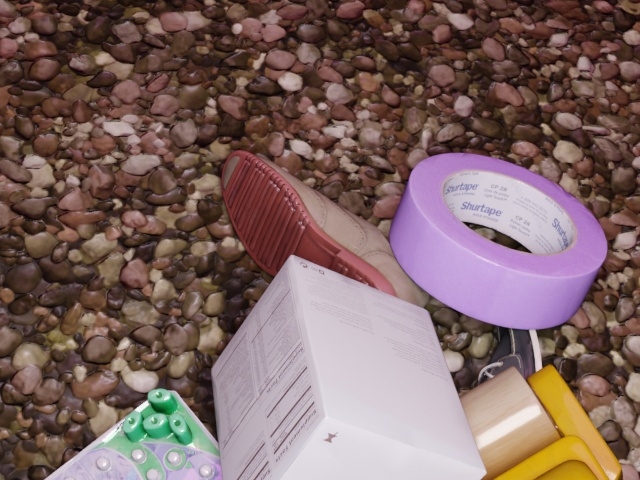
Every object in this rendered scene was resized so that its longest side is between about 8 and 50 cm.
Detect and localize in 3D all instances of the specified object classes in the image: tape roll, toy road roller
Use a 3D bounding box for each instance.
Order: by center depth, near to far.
[{"bbox_3d":[0.230,0.282,1.180,0.202,0.240,0.330,-32,62,2],"label":"toy road roller"},{"bbox_3d":[0.234,-0.005,1.474,0.274,0.090,0.275,13,34,-9],"label":"tape roll"}]

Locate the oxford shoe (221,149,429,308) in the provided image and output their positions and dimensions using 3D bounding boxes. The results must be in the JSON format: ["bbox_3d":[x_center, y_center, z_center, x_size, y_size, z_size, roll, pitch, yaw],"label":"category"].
[{"bbox_3d":[0.000,0.000,1.508,0.130,0.123,0.348,-15,54,-47],"label":"oxford shoe"}]

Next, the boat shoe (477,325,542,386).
[{"bbox_3d":[0.238,0.178,1.410,0.079,0.084,0.233,3,58,-5],"label":"boat shoe"}]

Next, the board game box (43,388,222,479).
[{"bbox_3d":[-0.205,0.405,1.173,0.390,0.050,0.390,-38,66,-14],"label":"board game box"}]

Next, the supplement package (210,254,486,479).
[{"bbox_3d":[0.017,0.195,1.220,0.199,0.198,0.263,23,28,-24],"label":"supplement package"}]
